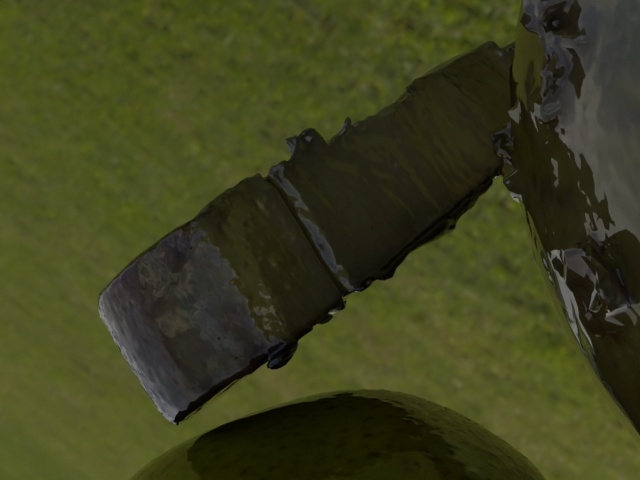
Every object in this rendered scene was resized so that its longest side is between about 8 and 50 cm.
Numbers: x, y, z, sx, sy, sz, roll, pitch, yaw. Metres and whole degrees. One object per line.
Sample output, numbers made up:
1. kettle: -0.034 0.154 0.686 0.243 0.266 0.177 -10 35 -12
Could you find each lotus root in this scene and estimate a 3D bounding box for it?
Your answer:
1. lotus root: 0.000 0.000 0.811 0.074 0.260 0.170 51 131 4

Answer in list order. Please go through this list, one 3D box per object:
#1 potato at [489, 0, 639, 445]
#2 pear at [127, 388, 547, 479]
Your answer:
1. potato: 0.265 -0.093 0.658 0.319 0.442 0.385 52 -170 12
2. pear: 0.010 0.206 0.745 0.294 0.294 0.294 33 164 11
